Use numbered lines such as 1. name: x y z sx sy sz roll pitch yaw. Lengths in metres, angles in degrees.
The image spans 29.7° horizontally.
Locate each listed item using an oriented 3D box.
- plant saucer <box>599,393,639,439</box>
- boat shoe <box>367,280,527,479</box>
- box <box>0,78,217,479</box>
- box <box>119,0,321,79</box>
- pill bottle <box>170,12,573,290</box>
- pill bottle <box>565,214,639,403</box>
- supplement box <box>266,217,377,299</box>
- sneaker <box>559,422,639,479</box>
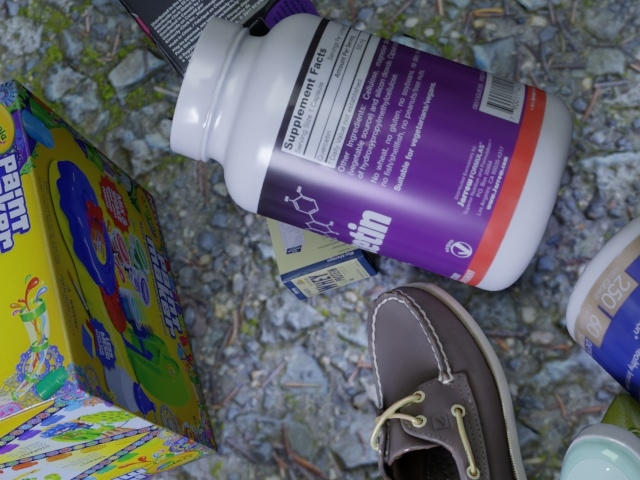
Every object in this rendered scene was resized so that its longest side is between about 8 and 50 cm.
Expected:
1. plant saucer: 0.280 0.241 0.977 0.188 0.045 0.188 28 80 25
2. boat shoe: 0.100 0.180 1.011 0.116 0.097 0.324 -39 59 42
3. box: -0.255 0.063 1.087 0.177 0.279 0.290 -22 66 10
4. box: -0.125 -0.260 1.228 0.143 0.165 0.270 -40 63 2
5. pill bottle: 0.042 -0.085 1.050 0.323 0.181 0.181 18 76 1
6. pill bottle: 0.332 0.102 0.937 0.153 0.153 0.264 -43 56 -1
7. supplement box: 0.000 0.000 1.151 0.083 0.056 0.083 -19 66 10
8. sneaker: 0.198 0.271 0.881 0.094 0.151 0.255 3 98 32
